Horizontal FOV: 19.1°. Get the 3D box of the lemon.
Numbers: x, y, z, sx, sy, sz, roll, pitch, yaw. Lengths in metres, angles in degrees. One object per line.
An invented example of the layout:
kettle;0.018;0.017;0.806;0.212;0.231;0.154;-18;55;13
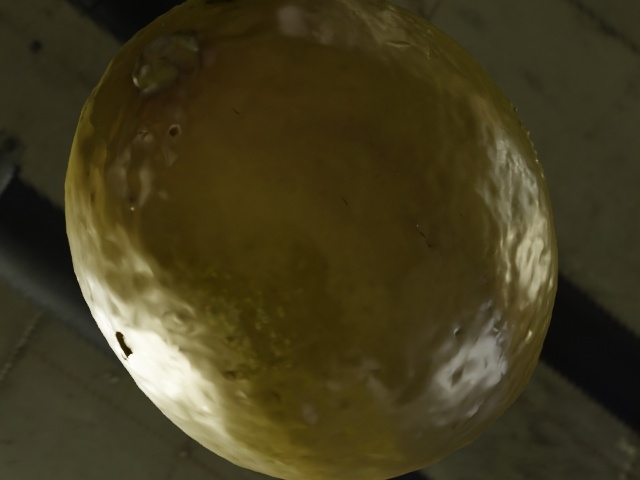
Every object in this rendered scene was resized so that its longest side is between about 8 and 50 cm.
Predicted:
lemon;-0.002;-0.003;0.928;0.236;0.263;0.236;-4;-116;9
